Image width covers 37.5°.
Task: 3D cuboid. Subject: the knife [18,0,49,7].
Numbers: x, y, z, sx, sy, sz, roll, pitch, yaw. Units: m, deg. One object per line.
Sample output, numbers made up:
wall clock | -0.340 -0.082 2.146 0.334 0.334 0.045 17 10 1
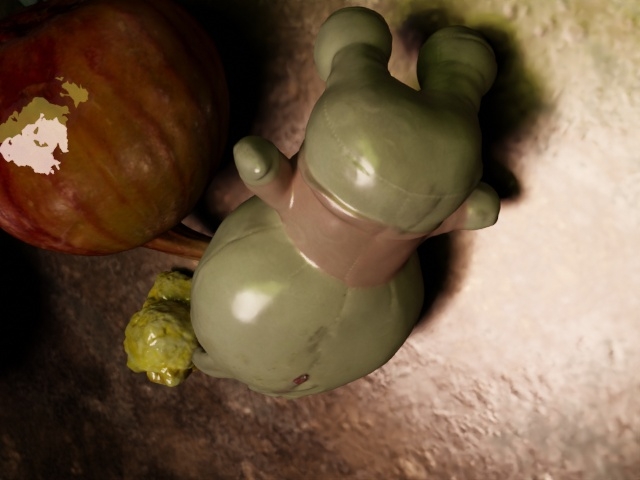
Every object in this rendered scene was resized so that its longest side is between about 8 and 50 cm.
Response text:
knife | -0.276 -0.271 0.682 0.296 0.026 0.044 50 133 9

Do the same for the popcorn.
popcorn | -0.103 0.061 0.656 0.059 0.068 0.083 8 70 5

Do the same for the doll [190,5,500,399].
doll | 0.004 0.005 0.530 0.155 0.113 0.275 15 119 -23

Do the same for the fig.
fig | -0.131 -0.050 0.594 0.175 0.175 0.207 1 132 30
